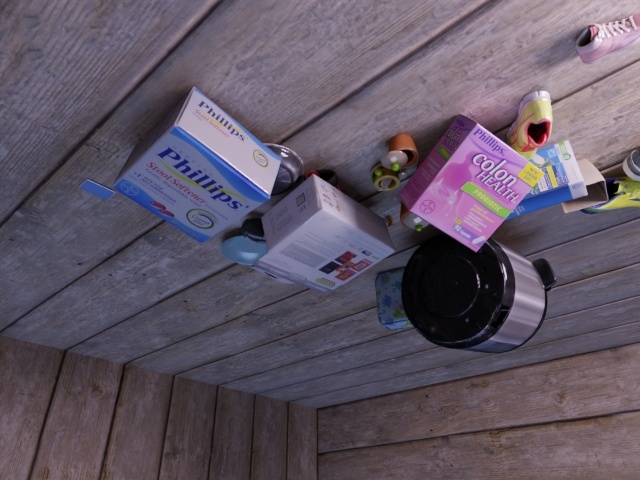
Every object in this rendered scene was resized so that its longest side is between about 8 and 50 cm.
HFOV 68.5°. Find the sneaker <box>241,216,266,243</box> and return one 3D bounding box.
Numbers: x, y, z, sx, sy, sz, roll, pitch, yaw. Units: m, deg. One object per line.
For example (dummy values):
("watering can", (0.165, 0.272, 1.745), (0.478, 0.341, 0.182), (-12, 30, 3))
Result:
("sneaker", (-0.116, -0.022, 1.429), (0.229, 0.085, 0.132), (13, 173, -38))

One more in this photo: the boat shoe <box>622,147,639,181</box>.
("boat shoe", (0.944, -0.198, 1.173), (0.320, 0.116, 0.099), (3, 152, 4))

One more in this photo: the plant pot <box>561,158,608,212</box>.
("plant pot", (0.689, -0.152, 1.256), (0.109, 0.096, 0.109), (-18, 143, 27))

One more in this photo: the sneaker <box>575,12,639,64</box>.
("sneaker", (0.557, -0.396, 0.899), (0.070, 0.050, 0.134), (19, 148, -38))

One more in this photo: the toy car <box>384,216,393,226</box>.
("toy car", (0.162, -0.055, 1.479), (0.122, 0.060, 0.040), (-16, 104, -6))

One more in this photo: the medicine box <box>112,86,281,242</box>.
("medicine box", (-0.291, -0.164, 1.123), (0.289, 0.149, 0.264), (-28, 128, 37))

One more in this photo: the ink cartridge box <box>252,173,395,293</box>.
("ink cartridge box", (0.000, 0.000, 1.306), (0.272, 0.129, 0.310), (-36, 137, 27))

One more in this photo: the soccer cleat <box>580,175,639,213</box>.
("soccer cleat", (0.851, -0.140, 1.275), (0.290, 0.093, 0.121), (-16, 157, 27))

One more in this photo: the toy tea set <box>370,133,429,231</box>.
("toy tea set", (0.249, -0.133, 1.250), (0.200, 0.124, 0.336), (-26, 141, 35))

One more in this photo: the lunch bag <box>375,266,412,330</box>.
("lunch bag", (0.298, 0.214, 1.727), (0.176, 0.218, 0.090), (-17, 145, 24))

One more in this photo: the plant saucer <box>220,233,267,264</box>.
("plant saucer", (-0.235, 0.021, 1.575), (0.195, 0.037, 0.194), (-1, 149, -1))

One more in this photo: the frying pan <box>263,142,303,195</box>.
("frying pan", (-0.204, -0.188, 1.232), (0.327, 0.053, 0.197), (7, 146, -18))

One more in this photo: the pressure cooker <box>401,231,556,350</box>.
("pressure cooker", (0.504, 0.179, 1.507), (0.421, 0.374, 0.370), (18, -178, -44))

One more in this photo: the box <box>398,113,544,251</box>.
("box", (0.352, -0.134, 1.122), (0.214, 0.117, 0.242), (30, 109, -17))

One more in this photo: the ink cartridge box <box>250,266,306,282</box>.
("ink cartridge box", (-0.115, 0.106, 1.725), (0.225, 0.056, 0.181), (-2, 154, 39))

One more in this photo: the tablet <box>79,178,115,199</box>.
("tablet", (-0.630, -0.144, 1.328), (0.054, 0.006, 0.083), (-27, 139, 36))

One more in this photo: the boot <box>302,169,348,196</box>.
("boot", (-0.054, -0.116, 1.315), (0.245, 0.088, 0.176), (-19, 145, 13))

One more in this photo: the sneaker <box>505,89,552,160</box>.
("sneaker", (0.493, -0.245, 1.105), (0.082, 0.094, 0.208), (-8, 149, 9))

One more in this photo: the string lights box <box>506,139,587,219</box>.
("string lights box", (0.533, -0.145, 1.230), (0.260, 0.133, 0.077), (-19, 144, 27))
